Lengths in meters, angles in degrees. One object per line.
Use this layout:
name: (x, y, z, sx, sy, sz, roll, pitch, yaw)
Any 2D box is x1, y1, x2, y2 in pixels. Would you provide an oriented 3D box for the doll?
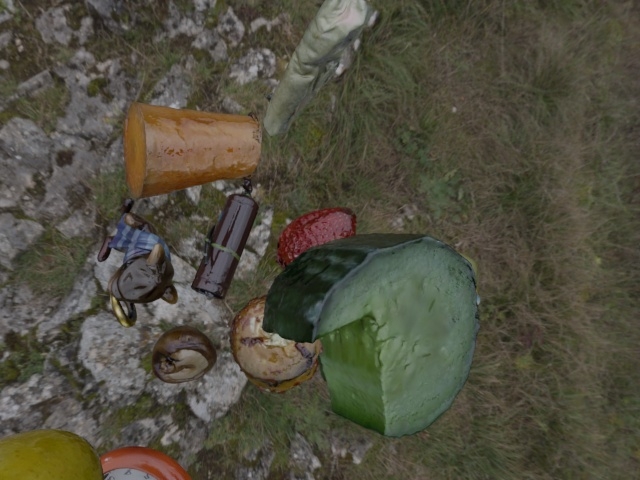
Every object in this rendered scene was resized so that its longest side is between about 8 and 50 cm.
doll: (-0.570, 0.065, 1.606, 0.209, 0.340, 0.318, -12, 127, -23)

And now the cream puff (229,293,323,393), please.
cream puff: (-0.098, 0.244, 1.258, 0.239, 0.164, 0.240, -3, 68, 6)

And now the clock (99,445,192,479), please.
clock: (-0.276, 0.413, 0.794, 0.205, 0.051, 0.205, 1, 94, 10)

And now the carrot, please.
carrot: (-0.266, -0.187, 1.092, 0.254, 0.196, 0.196, -5, 81, -30)

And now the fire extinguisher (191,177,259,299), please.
fire extinguisher: (-0.247, -0.020, 1.397, 0.105, 0.141, 0.342, 16, 73, 6)

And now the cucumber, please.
cucumber: (0.058, 0.080, 0.512, 0.191, 0.130, 0.191, -1, 93, -24)

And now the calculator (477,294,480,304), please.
calculator: (0.233, 0.134, 1.239, 0.295, 0.184, 0.042, 2, 91, -11)

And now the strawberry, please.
strawberry: (0.000, 0.000, 1.717, 0.238, 0.288, 0.250, 25, 36, -29)

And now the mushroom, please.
mushroom: (-0.435, 0.357, 1.659, 0.194, 0.231, 0.138, 3, 46, -44)

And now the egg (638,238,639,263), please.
egg: (0.379, 0.009, 0.472, 0.151, 0.209, 0.151, -2, 86, 24)

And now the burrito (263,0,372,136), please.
burrito: (-0.009, -0.161, 0.493, 0.045, 0.185, 0.041, 6, 67, -24)

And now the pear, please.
pear: (-0.294, 0.274, 0.508, 0.266, 0.267, 0.178, 33, 40, -3)

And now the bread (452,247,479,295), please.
bread: (0.321, 0.163, 1.504, 0.210, 0.341, 0.301, 17, 99, 0)
